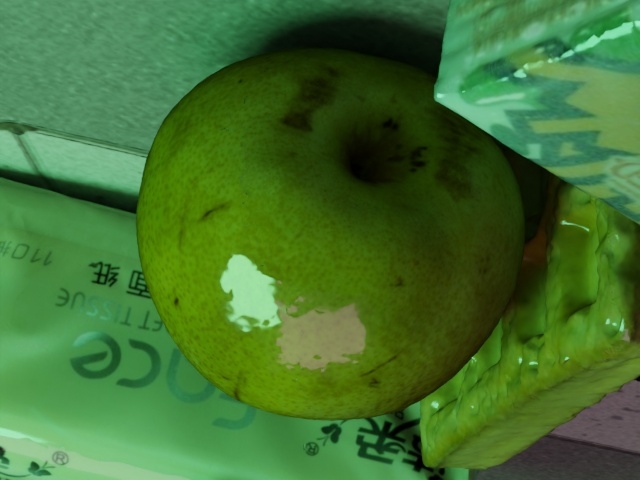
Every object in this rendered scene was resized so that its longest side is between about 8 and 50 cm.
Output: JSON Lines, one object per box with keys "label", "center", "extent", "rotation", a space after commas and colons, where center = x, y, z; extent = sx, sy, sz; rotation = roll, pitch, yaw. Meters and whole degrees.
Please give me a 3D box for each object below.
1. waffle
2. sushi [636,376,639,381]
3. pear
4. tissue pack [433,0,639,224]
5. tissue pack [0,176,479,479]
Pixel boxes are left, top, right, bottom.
{"label": "waffle", "center": [0.126, 0.020, 1.015], "extent": [0.057, 0.168, 0.274], "rotation": [9, 156, -17]}
{"label": "sushi", "center": [0.159, 0.074, 1.284], "extent": [0.192, 0.040, 0.210], "rotation": [7, 157, 6]}
{"label": "pear", "center": [0.000, 0.000, 0.972], "extent": [0.208, 0.209, 0.209], "rotation": [7, 157, 3]}
{"label": "tissue pack", "center": [0.232, -0.096, 0.750], "extent": [0.228, 0.128, 0.311], "rotation": [26, 151, -31]}
{"label": "tissue pack", "center": [-0.100, 0.132, 1.285], "extent": [0.404, 0.205, 0.332], "rotation": [14, 154, -2]}
